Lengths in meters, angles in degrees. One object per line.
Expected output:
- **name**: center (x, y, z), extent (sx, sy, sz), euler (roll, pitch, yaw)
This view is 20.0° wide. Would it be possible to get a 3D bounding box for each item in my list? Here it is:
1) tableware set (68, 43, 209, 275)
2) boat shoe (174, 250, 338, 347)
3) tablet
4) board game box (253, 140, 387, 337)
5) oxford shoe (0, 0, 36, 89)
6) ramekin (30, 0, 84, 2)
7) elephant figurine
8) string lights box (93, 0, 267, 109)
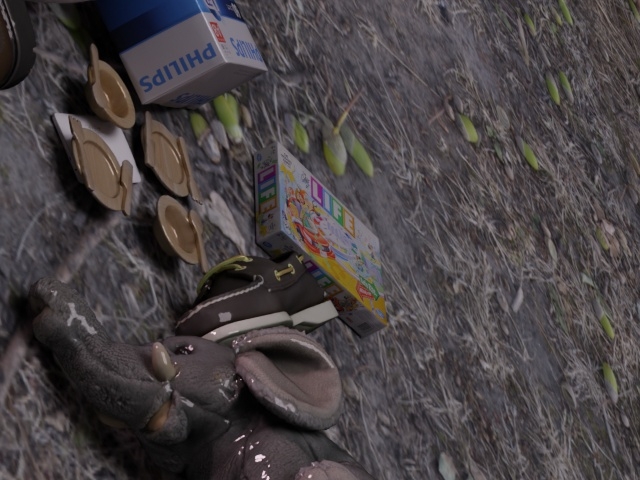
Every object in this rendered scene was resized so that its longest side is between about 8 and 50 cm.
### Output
- **tableware set**: center (-0.130, -0.057, 1.314), extent (0.168, 0.020, 0.141), euler (44, 28, -45)
- **boat shoe**: center (-0.056, 0.047, 1.308), extent (0.069, 0.081, 0.228), euler (63, 16, 7)
- **tablet**: center (-0.159, -0.066, 1.299), extent (0.083, 0.006, 0.054), euler (-5, 70, -65)
- **board game box**: center (0.000, 0.000, 1.531), extent (0.154, 0.026, 0.103), euler (43, 30, -39)
- **oxford shoe**: center (-0.260, -0.194, 1.132), extent (0.227, 0.082, 0.096), euler (61, 28, -2)
- **ramekin**: center (-0.159, -0.301, 1.226), extent (0.277, 0.277, 0.135), euler (62, 16, -1)
- **elephant figurine**: center (-0.055, 0.124, 1.153), extent (0.239, 0.169, 0.186), euler (58, -11, 31)
- **string lights box**: center (-0.142, -0.232, 1.397), extent (0.260, 0.076, 0.133), euler (64, 12, 3)
